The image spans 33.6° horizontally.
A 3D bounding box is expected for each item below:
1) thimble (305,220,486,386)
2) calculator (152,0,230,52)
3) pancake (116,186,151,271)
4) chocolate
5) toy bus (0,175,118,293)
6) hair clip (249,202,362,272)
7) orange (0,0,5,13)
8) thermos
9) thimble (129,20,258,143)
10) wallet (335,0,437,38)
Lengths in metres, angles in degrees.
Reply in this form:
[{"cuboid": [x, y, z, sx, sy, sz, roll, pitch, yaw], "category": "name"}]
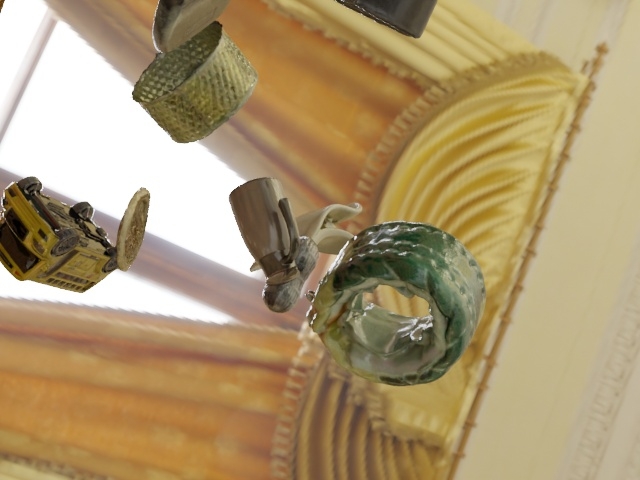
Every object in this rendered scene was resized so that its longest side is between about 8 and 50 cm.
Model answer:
[{"cuboid": [0.124, 0.103, 1.761, 0.288, 0.254, 0.167, -5, -152, 26], "category": "thimble"}, {"cuboid": [-0.202, -0.393, 1.738, 0.177, 0.040, 0.268, -40, 180, -18], "category": "calculator"}, {"cuboid": [-0.314, -0.016, 1.767, 0.151, 0.025, 0.151, 17, 90, -90], "category": "pancake"}, {"cuboid": [-0.056, 0.063, 2.027, 0.072, 0.072, 0.167, -12, -134, 62], "category": "chocolate"}, {"cuboid": [-0.481, 0.004, 1.921, 0.151, 0.145, 0.331, -40, 165, 3], "category": "toy bus"}, {"cuboid": [-0.009, -0.017, 2.259, 0.173, 0.282, 0.113, -20, -99, 44], "category": "hair clip"}, {"cuboid": [-0.540, -0.364, 1.288, 0.322, 0.357, 0.322, -14, -130, 18], "category": "orange"}, {"cuboid": [-0.088, -0.017, 1.939, 0.137, 0.105, 0.193, -42, -121, 47], "category": "thermos"}, {"cuboid": [-0.286, -0.364, 2.437, 0.271, 0.150, 0.270, -28, -146, 21], "category": "thimble"}, {"cuboid": [0.161, -0.580, 1.856, 0.406, 0.228, 0.062, -65, -169, 0], "category": "wallet"}]
